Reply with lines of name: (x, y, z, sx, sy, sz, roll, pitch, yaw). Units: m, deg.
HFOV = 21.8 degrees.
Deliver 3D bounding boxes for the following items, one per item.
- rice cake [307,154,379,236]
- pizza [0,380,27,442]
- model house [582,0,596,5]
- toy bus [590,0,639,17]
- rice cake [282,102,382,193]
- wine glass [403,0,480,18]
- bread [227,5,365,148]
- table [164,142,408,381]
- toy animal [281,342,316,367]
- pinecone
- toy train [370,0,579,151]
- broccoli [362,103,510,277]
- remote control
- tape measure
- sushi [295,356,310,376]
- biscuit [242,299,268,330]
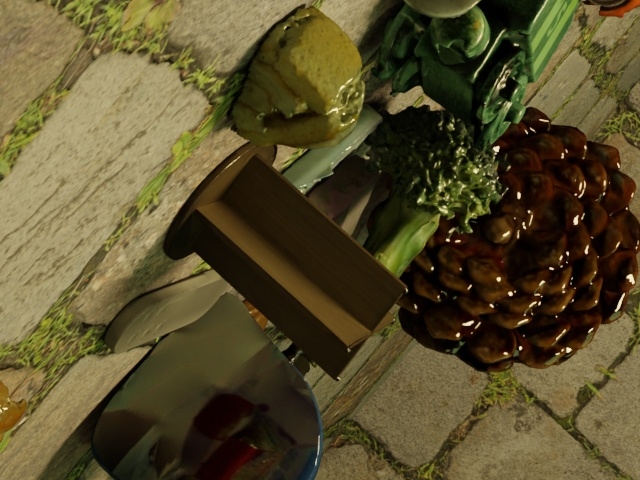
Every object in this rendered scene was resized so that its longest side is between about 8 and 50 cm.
rice cake: (-0.001, 0.000, 2.196, 0.106, 0.050, 0.298, -43, 167, -29)
pizza: (-0.352, 0.197, 1.507, 0.154, 0.069, 0.194, -40, 172, -36)
model house: (0.392, -0.409, 1.965, 0.196, 0.160, 0.254, -25, 115, -71)
toy bus: (0.357, -0.391, 1.733, 0.143, 0.153, 0.329, -70, 163, -45)
rice cake: (0.009, -0.097, 1.938, 0.180, 0.042, 0.030, -43, 165, -29)
wine glass: (0.176, -0.384, 1.551, 0.264, 0.096, 0.309, -52, 169, -19)
bread: (-0.011, -0.136, 1.587, 0.103, 0.110, 0.156, -48, 170, -32)
table: (-0.027, 0.027, 1.745, 0.167, 0.227, 0.167, -45, 168, -13)
toy animal: (-0.075, 0.210, 2.568, 0.202, 0.070, 0.105, -45, 149, -1)
pinecone: (0.274, 0.003, 2.384, 0.398, 0.398, 0.398, -46, 168, -13)
toy train: (0.183, -0.240, 1.863, 0.238, 0.167, 0.299, -59, 170, -3)
broccoli: (0.101, -0.050, 2.060, 0.275, 0.177, 0.198, -56, -160, 32)
remote control: (-0.172, 0.078, 1.888, 0.077, 0.022, 0.245, -51, 168, 21)
tape measure: (-0.124, 0.239, 2.050, 0.259, 0.262, 0.138, -46, 178, -11)
sushi: (-0.056, 0.217, 2.749, 0.046, 0.044, 0.083, -30, 177, 31)
biscuit: (-0.165, 0.210, 2.261, 0.262, 0.052, 0.277, -43, 167, -25)
